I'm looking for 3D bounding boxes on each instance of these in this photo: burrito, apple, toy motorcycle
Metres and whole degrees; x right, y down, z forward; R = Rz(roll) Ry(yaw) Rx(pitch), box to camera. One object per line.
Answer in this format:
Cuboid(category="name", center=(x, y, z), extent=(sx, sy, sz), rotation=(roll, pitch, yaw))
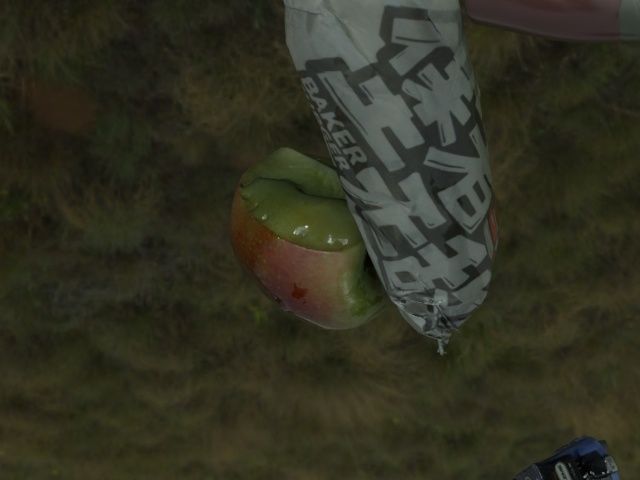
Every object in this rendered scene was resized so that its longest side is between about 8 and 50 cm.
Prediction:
Cuboid(category="burrito", center=(0.085, -0.059, 0.801), extent=(0.139, 0.101, 0.445), rotation=(-15, 127, 8))
Cuboid(category="apple", center=(0.000, 0.000, 0.991), extent=(0.188, 0.174, 0.207), rotation=(18, -163, 33))
Cuboid(category="toy motorcycle", center=(0.375, 0.439, 1.560), extent=(0.212, 0.125, 0.358), rotation=(-12, 155, -21))

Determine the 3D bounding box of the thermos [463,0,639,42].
Cuboid(category="thermos", center=(0.322, -0.316, 1.093), extent=(0.265, 0.146, 0.176), rotation=(22, 135, 30))
